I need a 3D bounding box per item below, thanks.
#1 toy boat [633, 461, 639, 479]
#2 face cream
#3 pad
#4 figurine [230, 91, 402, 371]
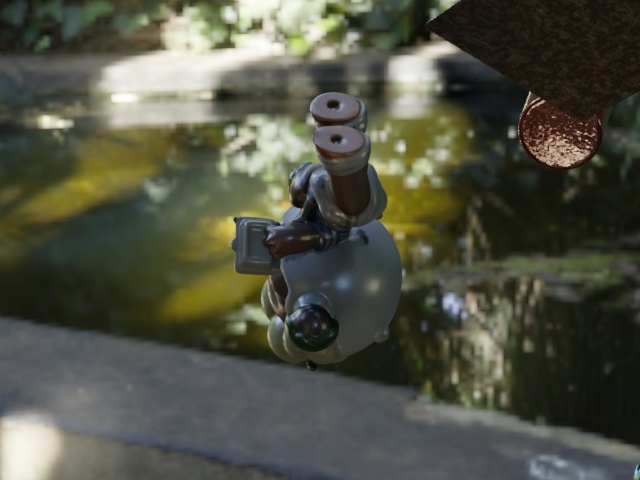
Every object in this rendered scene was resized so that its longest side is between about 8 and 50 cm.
[{"bbox_3d":[0.377,0.174,1.330,0.293,0.108,0.099,-25,-14,-16],"label":"toy boat"},{"bbox_3d":[0.289,-0.167,1.727,0.096,0.096,0.214,3,29,16],"label":"face cream"},{"bbox_3d":[0.203,-0.160,1.029,0.158,0.003,0.235,27,-33,-25],"label":"pad"},{"bbox_3d":[-0.001,0.000,0.901,0.093,0.197,0.147,-5,47,7],"label":"figurine"}]
